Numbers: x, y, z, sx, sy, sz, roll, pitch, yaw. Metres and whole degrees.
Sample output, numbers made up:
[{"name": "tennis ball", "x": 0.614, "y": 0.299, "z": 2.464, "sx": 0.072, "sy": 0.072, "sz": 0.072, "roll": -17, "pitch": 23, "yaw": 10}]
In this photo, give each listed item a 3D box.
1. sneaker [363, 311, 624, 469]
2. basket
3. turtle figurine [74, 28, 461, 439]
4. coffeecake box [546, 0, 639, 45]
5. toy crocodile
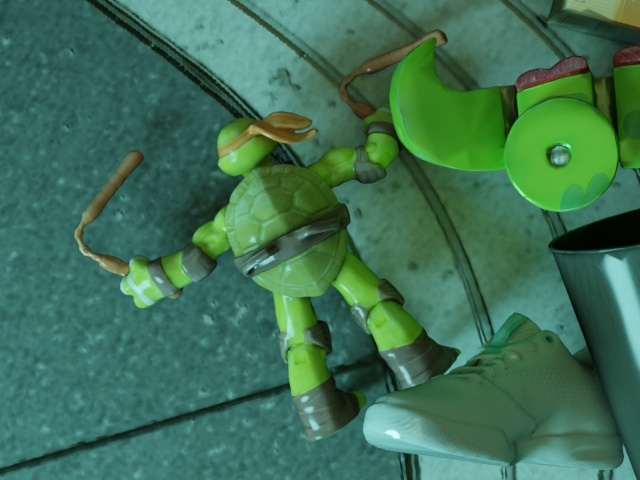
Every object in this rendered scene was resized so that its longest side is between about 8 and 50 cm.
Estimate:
[{"name": "sneaker", "x": 0.108, "y": 0.089, "z": 0.864, "sx": 0.212, "sy": 0.080, "sz": 0.094, "roll": 9, "pitch": 84, "yaw": -44}, {"name": "basket", "x": 0.256, "y": 0.091, "z": 0.863, "sx": 0.204, "sy": 0.154, "sz": 0.227, "roll": -14, "pitch": 96, "yaw": -17}, {"name": "turtle figurine", "x": 0.000, "y": 0.000, "z": 0.889, "sx": 0.269, "sy": 0.087, "sz": 0.217, "roll": -30, "pitch": 94, "yaw": -3}, {"name": "coffeecake box", "x": 0.254, "y": -0.185, "z": 0.891, "sx": 0.185, "sy": 0.068, "sz": 0.142, "roll": 14, "pitch": 91, "yaw": -1}, {"name": "toy crocodile", "x": 0.210, "y": -0.077, "z": 0.830, "sx": 0.340, "sy": 0.115, "sz": 0.105, "roll": -3, "pitch": 95, "yaw": 11}]
